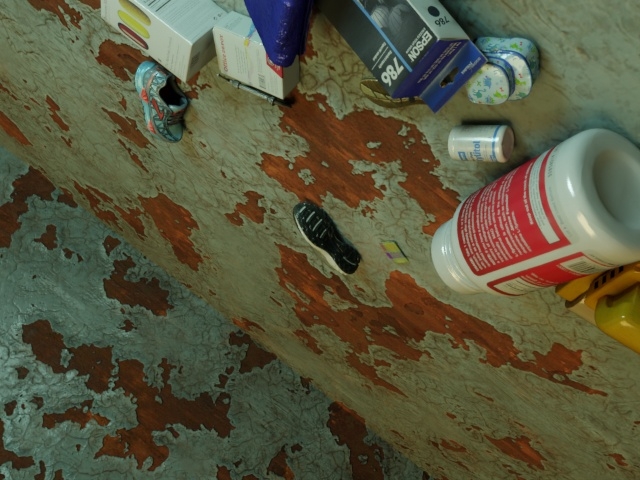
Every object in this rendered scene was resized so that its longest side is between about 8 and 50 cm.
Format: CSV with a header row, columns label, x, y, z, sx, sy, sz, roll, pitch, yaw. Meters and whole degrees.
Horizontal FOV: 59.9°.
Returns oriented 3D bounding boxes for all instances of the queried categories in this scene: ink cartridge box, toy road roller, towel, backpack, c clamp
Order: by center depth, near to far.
label,x,y,z,sx,sy,sz,roll,pitch,yaw
backpack,0.300,-0.280,0.929,0.114,0.084,0.105,11,144,34
ink cartridge box,0.115,-0.369,0.936,0.332,0.065,0.165,50,150,4
towel,-0.064,-0.486,0.965,0.308,0.076,0.227,115,137,-60
toy road roller,0.589,0.124,1.043,0.203,0.240,0.329,33,151,7
ink cartridge box,-0.138,-0.408,1.220,0.175,0.072,0.127,27,150,16
c clamp,-0.147,-0.342,1.297,0.161,0.022,0.137,26,-167,10
towel,0.205,0.032,1.557,0.060,0.009,0.083,-7,130,50

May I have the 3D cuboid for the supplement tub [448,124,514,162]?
label,x,y,z,sx,sy,sz,roll,pitch,yaw
supplement tub,0.309,-0.187,1.068,0.107,0.071,0.071,9,141,39

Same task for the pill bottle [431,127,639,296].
label,x,y,z,sx,sy,sz,roll,pitch,yaw
pill bottle,0.398,-0.022,1.050,0.229,0.229,0.408,41,151,-8

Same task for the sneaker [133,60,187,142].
label,x,y,z,sx,sy,sz,roll,pitch,yaw
sneaker,-0.430,-0.368,1.561,0.125,0.104,0.261,21,148,22

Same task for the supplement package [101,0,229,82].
label,x,y,z,sx,sy,sz,roll,pitch,yaw
supplement package,-0.352,-0.504,1.247,0.244,0.134,0.139,37,150,-1

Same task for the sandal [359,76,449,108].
label,x,y,z,sx,sy,sz,roll,pitch,yaw
sandal,0.166,-0.300,1.087,0.180,0.049,0.072,4,145,22

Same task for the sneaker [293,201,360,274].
label,x,y,z,sx,sy,sz,roll,pitch,yaw
sneaker,0.000,0.001,1.644,0.108,0.100,0.271,1,136,54
